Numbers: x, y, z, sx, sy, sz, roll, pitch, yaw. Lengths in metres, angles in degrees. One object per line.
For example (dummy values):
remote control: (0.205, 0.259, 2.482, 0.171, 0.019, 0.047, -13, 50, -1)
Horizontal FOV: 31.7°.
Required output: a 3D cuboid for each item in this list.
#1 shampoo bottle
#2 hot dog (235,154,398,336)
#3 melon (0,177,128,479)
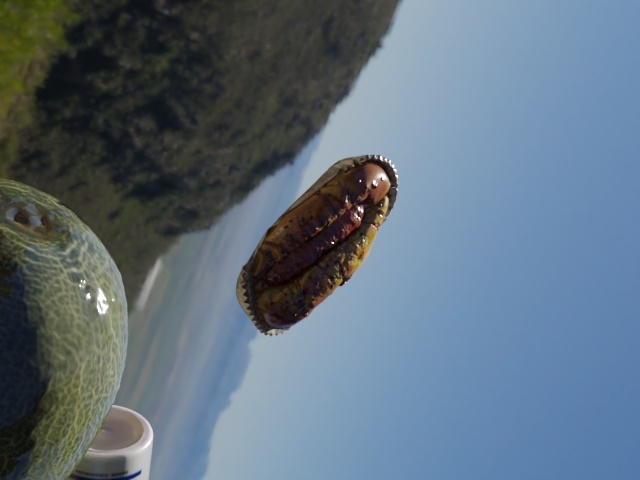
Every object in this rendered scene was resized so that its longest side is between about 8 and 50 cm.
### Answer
shampoo bottle: (-0.215, 0.304, 1.050, 0.092, 0.092, 0.303, -75, 176, -68)
hot dog: (0.000, 0.000, 1.006, 0.192, 0.053, 0.099, -46, 135, -9)
melon: (-0.278, 0.097, 0.860, 0.301, 0.238, 0.237, -58, -173, 26)
